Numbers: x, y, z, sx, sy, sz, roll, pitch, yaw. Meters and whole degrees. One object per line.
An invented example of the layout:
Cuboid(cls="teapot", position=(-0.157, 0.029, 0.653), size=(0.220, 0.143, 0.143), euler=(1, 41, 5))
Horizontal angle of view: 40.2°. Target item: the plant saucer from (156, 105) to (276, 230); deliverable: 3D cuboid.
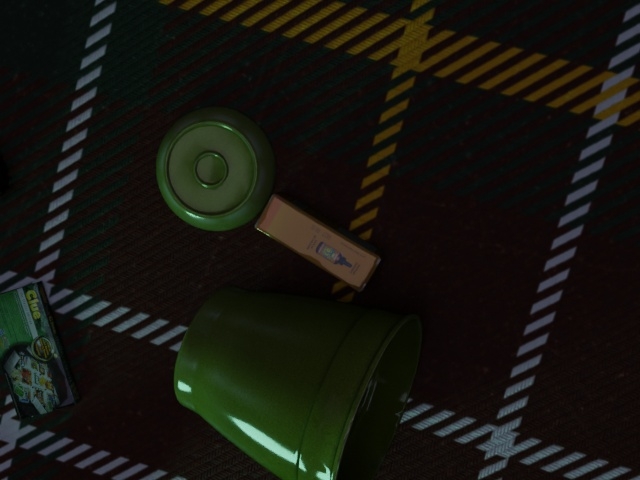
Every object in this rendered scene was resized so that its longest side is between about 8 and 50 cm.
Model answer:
Cuboid(cls="plant saucer", position=(-0.205, -0.136, 1.662), size=(0.241, 0.037, 0.241), euler=(1, 96, 10))

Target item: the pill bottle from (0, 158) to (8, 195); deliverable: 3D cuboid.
Cuboid(cls="pill bottle", position=(-0.739, -0.104, 1.717), size=(0.219, 0.123, 0.123), euler=(-23, 92, 12))

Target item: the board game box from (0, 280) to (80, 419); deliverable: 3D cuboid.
Cuboid(cls="board game box", position=(-0.590, 0.224, 1.774), size=(0.136, 0.030, 0.259), euler=(-16, 93, 14))

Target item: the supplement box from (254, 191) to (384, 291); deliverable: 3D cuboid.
Cuboid(cls="supplement box", position=(0.000, 0.000, 1.620), size=(0.233, 0.080, 0.078), euler=(32, 101, 7))

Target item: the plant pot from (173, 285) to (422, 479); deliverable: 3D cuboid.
Cuboid(cls="plant pot", position=(-0.051, 0.244, 1.544), size=(0.353, 0.366, 0.366), euler=(20, 99, 20))
